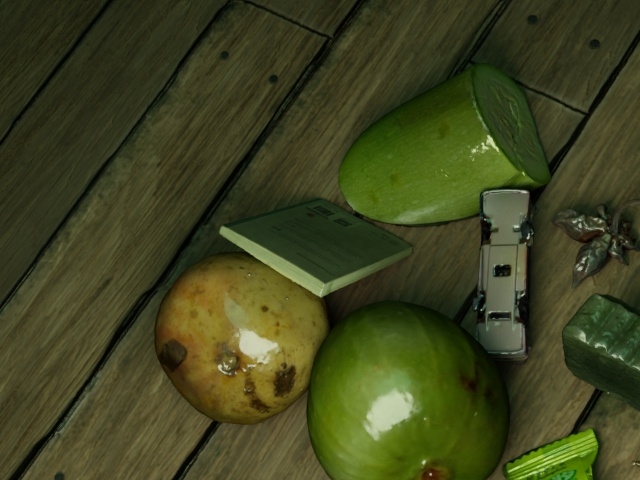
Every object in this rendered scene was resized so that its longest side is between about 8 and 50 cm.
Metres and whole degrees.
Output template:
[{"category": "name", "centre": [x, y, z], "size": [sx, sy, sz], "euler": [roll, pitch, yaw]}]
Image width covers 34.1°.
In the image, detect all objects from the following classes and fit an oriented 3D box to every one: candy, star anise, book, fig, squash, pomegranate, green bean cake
[{"category": "candy", "centre": [0.366, 0.399, 1.487], "size": [0.149, 0.069, 0.246], "euler": [-24, 61, 8]}, {"category": "star anise", "centre": [0.460, -0.019, 1.575], "size": [0.218, 0.227, 0.148], "euler": [23, 68, 13]}, {"category": "book", "centre": [0.000, 0.000, 1.688], "size": [0.214, 0.282, 0.025], "euler": [30, 117, 27]}, {"category": "fig", "centre": [0.117, 0.222, 1.526], "size": [0.316, 0.316, 0.316], "euler": [-6, 65, 14]}, {"category": "squash", "centre": [0.194, -0.136, 1.787], "size": [0.309, 0.210, 0.234], "euler": [-31, 59, 34]}, {"category": "pomegranate", "centre": [-0.118, 0.146, 1.641], "size": [0.281, 0.281, 0.281], "euler": [-6, 65, 14]}, {"category": "green bean cake", "centre": [0.448, 0.172, 1.501], "size": [0.185, 0.183, 0.094], "euler": [35, 76, 27]}]

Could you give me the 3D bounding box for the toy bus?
[{"category": "toy bus", "centre": [0.292, 0.061, 1.637], "size": [0.090, 0.112, 0.274], "euler": [0, 66, 16]}]

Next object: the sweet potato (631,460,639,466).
[{"category": "sweet potato", "centre": [0.556, 0.294, 1.473], "size": [0.226, 0.068, 0.068], "euler": [-29, 61, 17]}]
